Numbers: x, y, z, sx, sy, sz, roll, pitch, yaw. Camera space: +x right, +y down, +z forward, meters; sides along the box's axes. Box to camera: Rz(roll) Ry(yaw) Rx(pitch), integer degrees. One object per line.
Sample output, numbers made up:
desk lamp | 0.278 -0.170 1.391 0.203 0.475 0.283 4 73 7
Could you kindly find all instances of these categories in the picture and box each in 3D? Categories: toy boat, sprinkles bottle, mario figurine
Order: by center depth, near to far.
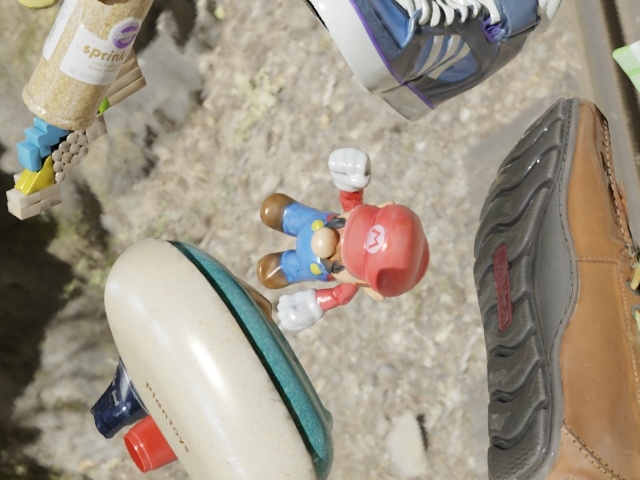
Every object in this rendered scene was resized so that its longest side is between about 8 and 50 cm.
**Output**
toy boat | -0.088 0.125 1.040 0.148 0.267 0.318 -28 -11 -23
mario figurine | 0.000 0.000 1.505 0.170 0.198 0.320 -37 18 -25
sprinkles bottle | -0.320 -0.332 1.737 0.355 0.121 0.121 -57 26 28

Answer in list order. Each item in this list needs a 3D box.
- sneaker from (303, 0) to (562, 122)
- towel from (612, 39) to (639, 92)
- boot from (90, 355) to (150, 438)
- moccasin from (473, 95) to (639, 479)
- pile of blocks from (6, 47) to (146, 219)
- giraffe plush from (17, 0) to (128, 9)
sneaker | 0.125 -0.244 1.133 0.236 0.323 0.130 -37 70 11
towel | 0.394 -0.179 1.248 0.023 0.113 0.152 -45 16 -25
boot | -0.277 0.210 1.622 0.086 0.069 0.190 -34 13 -7
moccasin | 0.212 0.043 0.931 0.139 0.147 0.380 -52 26 42
pile of blocks | -0.459 -0.213 2.062 0.113 0.149 0.362 27 80 39
giraffe plush | -0.206 -0.230 0.811 0.210 0.181 0.170 104 -170 -49
